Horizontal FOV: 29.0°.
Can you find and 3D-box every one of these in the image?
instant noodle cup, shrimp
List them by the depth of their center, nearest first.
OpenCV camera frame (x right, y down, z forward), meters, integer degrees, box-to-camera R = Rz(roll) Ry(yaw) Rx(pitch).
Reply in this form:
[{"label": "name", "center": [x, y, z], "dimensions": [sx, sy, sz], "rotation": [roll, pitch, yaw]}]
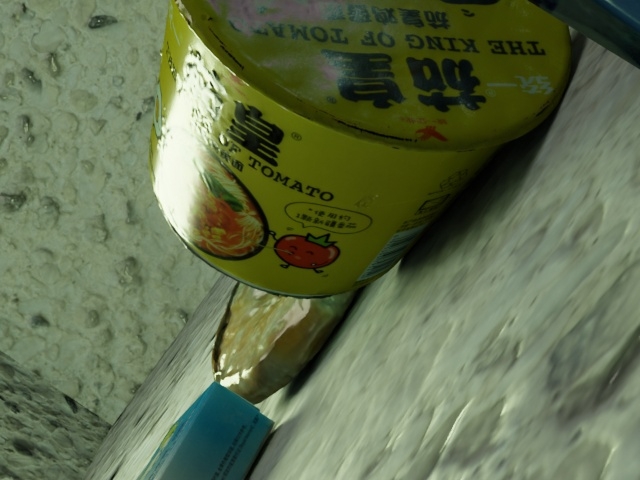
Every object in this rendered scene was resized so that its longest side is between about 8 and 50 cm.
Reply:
[{"label": "instant noodle cup", "center": [0.006, -0.121, 1.010], "dimensions": [0.325, 0.325, 0.254], "rotation": [-60, -2, -40]}, {"label": "shrimp", "center": [0.000, 0.000, 1.305], "dimensions": [0.221, 0.110, 0.446], "rotation": [-44, 15, 36]}]

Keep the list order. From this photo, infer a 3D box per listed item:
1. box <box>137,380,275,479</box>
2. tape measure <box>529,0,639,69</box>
[{"label": "box", "center": [-0.133, 0.240, 1.109], "dimensions": [0.139, 0.073, 0.194], "rotation": [-47, 10, 52]}, {"label": "tape measure", "center": [0.175, -0.272, 0.672], "dimensions": [0.262, 0.259, 0.138], "rotation": [-52, 5, -15]}]
